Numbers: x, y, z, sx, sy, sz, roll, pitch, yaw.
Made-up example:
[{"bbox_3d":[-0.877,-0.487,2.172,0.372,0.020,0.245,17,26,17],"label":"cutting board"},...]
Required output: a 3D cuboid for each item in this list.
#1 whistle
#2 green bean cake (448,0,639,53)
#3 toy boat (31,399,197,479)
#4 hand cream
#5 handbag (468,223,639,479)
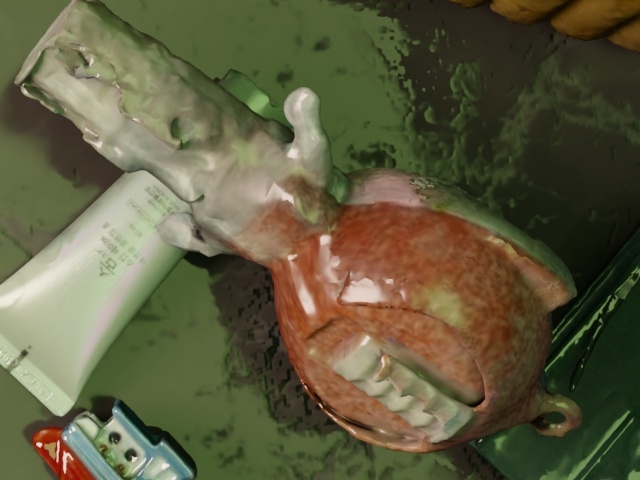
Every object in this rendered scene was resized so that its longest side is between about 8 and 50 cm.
[{"bbox_3d":[0.000,0.000,0.967,0.346,0.142,0.133,36,63,-13],"label":"whistle"},{"bbox_3d":[0.142,-0.235,1.039,0.230,0.131,0.224,13,84,-13],"label":"green bean cake"},{"bbox_3d":[-0.078,0.153,1.008,0.059,0.069,0.173,-40,93,-3],"label":"toy boat"},{"bbox_3d":[-0.099,-0.004,1.020,0.078,0.050,0.205,43,83,-5],"label":"hand cream"},{"bbox_3d":[0.269,0.139,1.084,0.326,0.089,0.238,42,81,-9],"label":"handbag"}]
